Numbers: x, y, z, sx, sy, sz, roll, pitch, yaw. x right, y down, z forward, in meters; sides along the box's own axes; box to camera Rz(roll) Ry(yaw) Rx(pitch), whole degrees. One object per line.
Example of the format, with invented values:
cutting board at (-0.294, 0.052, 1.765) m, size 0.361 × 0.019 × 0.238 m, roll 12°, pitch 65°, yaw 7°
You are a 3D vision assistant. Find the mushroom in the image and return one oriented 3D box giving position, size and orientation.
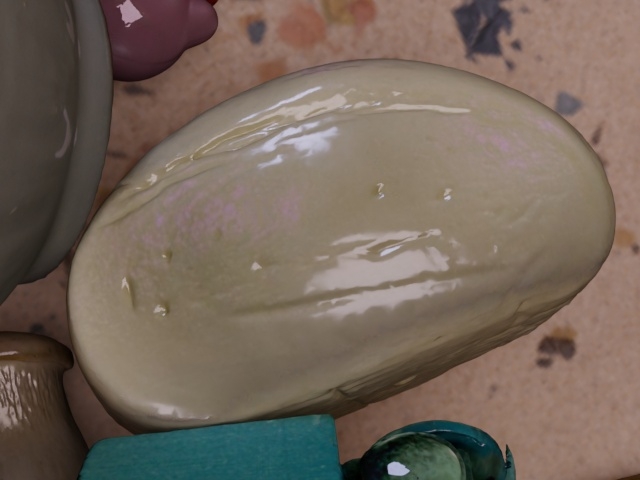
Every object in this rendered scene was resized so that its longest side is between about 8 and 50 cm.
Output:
mushroom at (-0.134, 0.162, 0.945) m, size 0.096 × 0.108 × 0.247 m, roll -12°, pitch 93°, yaw 1°

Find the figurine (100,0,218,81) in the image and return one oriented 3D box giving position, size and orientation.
figurine at (-0.092, -0.112, 0.967) m, size 0.083 × 0.071 × 0.067 m, roll 14°, pitch 131°, yaw -3°

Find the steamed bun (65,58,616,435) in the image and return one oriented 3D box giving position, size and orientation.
steamed bun at (0.000, 0.000, 0.921) m, size 0.250 × 0.200 × 0.154 m, roll -23°, pitch 82°, yaw -3°

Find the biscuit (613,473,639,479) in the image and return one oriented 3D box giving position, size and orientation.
biscuit at (0.207, 0.294, 1.037) m, size 0.287 × 0.057 × 0.343 m, roll 2°, pitch 92°, yaw -10°

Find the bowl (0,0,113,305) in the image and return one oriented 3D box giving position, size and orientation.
bowl at (-0.190, -0.059, 0.853) m, size 0.158 × 0.337 × 0.337 m, roll 6°, pitch 91°, yaw -32°

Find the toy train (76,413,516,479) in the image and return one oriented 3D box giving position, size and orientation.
toy train at (0.000, 0.202, 0.887) m, size 0.194 × 0.120 × 0.298 m, roll -6°, pitch 130°, yaw -1°
